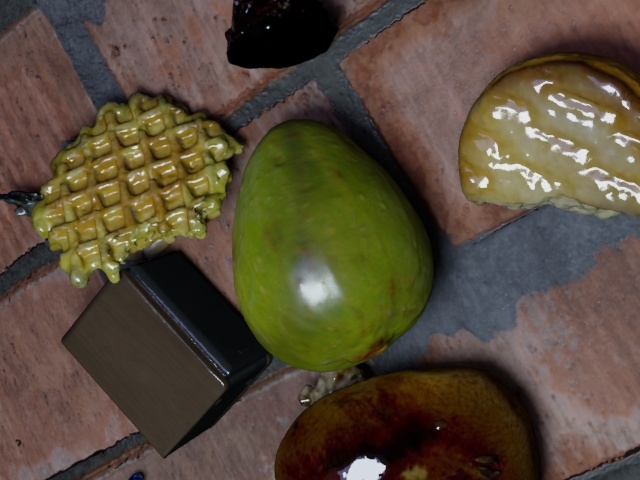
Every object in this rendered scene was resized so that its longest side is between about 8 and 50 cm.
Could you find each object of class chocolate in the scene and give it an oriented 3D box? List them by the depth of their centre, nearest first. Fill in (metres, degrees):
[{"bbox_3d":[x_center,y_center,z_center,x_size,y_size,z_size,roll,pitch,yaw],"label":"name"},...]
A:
[{"bbox_3d":[-0.066,-0.309,1.329,0.156,0.156,0.133,-19,79,25],"label":"chocolate"}]

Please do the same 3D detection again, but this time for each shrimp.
[{"bbox_3d":[-0.343,-0.077,1.527,0.289,0.075,0.178,19,98,21],"label":"shrimp"}]

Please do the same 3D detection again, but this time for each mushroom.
[{"bbox_3d":[0.120,0.292,1.337,0.345,0.259,0.345,-1,112,-2],"label":"mushroom"}]

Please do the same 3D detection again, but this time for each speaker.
[{"bbox_3d":[-0.220,0.158,1.467,0.231,0.153,0.192,46,114,10],"label":"speaker"}]

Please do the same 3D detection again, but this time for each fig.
[{"bbox_3d":[0.000,0.000,1.295,0.258,0.258,0.326,-25,76,25],"label":"fig"}]

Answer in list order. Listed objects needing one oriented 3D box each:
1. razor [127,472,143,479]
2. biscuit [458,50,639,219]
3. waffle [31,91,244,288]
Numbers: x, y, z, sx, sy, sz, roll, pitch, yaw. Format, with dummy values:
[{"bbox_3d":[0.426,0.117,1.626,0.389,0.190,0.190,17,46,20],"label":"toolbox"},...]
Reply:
[{"bbox_3d":[-0.324,0.417,1.627,0.044,0.028,0.154,42,114,3],"label":"razor"},{"bbox_3d":[0.302,-0.119,1.208,0.274,0.091,0.213,15,119,28],"label":"biscuit"},{"bbox_3d":[-0.259,-0.074,1.422,0.301,0.058,0.281,-42,59,-6],"label":"waffle"}]
